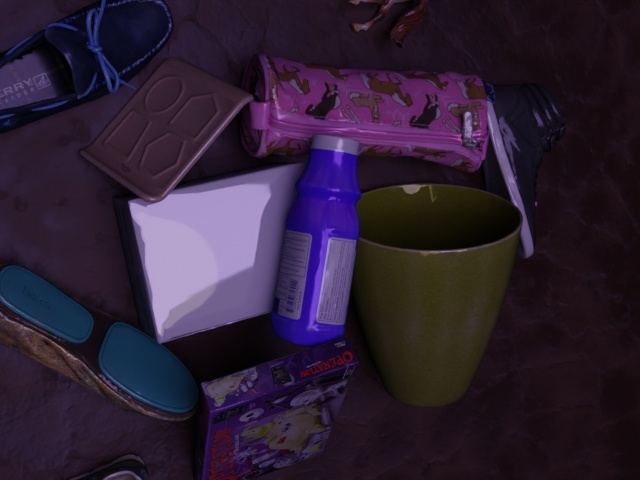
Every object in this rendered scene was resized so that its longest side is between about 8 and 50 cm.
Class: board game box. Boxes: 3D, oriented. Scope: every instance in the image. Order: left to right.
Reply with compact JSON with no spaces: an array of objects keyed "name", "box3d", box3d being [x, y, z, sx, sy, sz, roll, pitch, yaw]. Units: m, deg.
[{"name":"board game box","box3d":[-0.074,0.259,1.375,0.208,0.347,0.056,-12,61,-16]}]

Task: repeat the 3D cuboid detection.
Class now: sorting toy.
[{"name":"sorting toy","box3d":[-0.214,-0.156,1.356,0.208,0.193,0.038,-48,139,-12]}]

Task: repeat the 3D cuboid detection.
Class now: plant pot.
[{"name":"plant pot","box3d":[0.164,0.094,1.492,0.274,0.275,0.294,-10,115,-19]}]

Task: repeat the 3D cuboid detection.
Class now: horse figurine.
[{"name":"horse figurine","box3d":[0.100,-0.435,1.502,0.174,0.066,0.263,-27,101,-10]}]

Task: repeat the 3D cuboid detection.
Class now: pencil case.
[{"name":"pencil case","box3d":[0.066,-0.188,1.453,0.386,0.167,0.160,3,75,-19]}]

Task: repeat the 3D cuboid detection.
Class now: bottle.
[{"name":"bottle","box3d":[0.000,0.000,1.320,0.092,0.118,0.283,8,91,-22]}]

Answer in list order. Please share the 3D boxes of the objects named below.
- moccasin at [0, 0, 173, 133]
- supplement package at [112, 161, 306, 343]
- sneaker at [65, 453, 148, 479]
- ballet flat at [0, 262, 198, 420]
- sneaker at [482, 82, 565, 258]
[{"name":"moccasin","box3d":[-0.343,-0.231,1.325,0.342,0.117,0.138,-36,106,-14]},{"name":"supplement package","box3d":[-0.144,0.008,1.407,0.261,0.145,0.204,-14,100,-19]},{"name":"sneaker","box3d":[-0.335,0.377,1.399,0.192,0.086,0.064,-28,104,-16]},{"name":"ballet flat","box3d":[-0.333,0.156,1.370,0.348,0.123,0.123,35,82,-19]},{"name":"sneaker","box3d":[0.347,-0.125,1.598,0.146,0.104,0.296,-17,96,-13]}]
